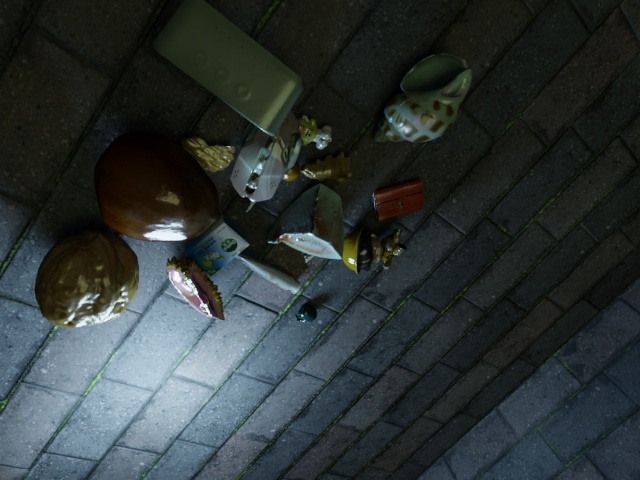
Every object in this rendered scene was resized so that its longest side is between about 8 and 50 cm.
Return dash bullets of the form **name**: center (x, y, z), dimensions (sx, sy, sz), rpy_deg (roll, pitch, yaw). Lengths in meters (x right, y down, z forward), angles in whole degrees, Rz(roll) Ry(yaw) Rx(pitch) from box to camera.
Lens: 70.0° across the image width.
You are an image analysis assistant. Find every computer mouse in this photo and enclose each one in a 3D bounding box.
- **computer mouse**: center (-0.194, -0.261, 1.516), dimensions (0.200, 0.115, 0.388), rpy_deg (25, 109, -3)

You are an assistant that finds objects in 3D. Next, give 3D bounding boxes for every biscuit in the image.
- **biscuit**: center (-0.376, -0.285, 1.511), dimensions (0.183, 0.061, 0.118), rpy_deg (9, 120, -21)

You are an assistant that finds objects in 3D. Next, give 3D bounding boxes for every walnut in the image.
- **walnut**: center (-0.756, 0.120, 1.500), dimensions (0.307, 0.306, 0.343), rpy_deg (9, 119, -24)

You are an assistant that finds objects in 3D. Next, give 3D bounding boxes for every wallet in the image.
- **wallet**: center (0.315, -0.161, 1.837), dimensions (0.205, 0.045, 0.142), rpy_deg (-16, 125, -8)

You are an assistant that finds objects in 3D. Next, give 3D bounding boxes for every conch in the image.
- **conch**: center (0.340, -0.461, 1.569), dimensions (0.368, 0.197, 0.249), rpy_deg (-26, 89, 3)

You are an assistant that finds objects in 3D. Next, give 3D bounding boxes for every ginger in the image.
- **ginger**: center (0.036, -0.261, 1.656), dimensions (0.206, 0.081, 0.115), rpy_deg (5, 151, -31)

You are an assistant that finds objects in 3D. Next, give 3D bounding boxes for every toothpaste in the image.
- **toothpaste**: center (-0.212, 0.123, 1.816), dimensions (0.323, 0.100, 0.066), rpy_deg (33, 80, -35)

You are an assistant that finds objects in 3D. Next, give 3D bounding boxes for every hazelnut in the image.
- **hazelnut**: center (-0.485, -0.148, 1.371), dimensions (0.367, 0.365, 0.365), rpy_deg (-9, 123, -14)

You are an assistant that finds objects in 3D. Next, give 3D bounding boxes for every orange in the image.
- **orange**: center (-0.110, -0.249, 1.616), dimensions (0.085, 0.085, 0.084), rpy_deg (-9, 123, -14)

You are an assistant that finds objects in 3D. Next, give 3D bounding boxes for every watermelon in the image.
- **watermelon**: center (-0.023, -0.018, 1.688), dimensions (0.320, 0.213, 0.289), rpy_deg (-35, 106, 9)

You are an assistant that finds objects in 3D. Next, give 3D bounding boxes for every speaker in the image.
- **speaker**: center (-0.067, 0.330, 2.008), dimensions (0.075, 0.060, 0.094), rpy_deg (34, 106, -31)
- **speaker**: center (-0.247, -0.493, 1.302), dimensions (0.406, 0.183, 0.184), rpy_deg (35, 102, -13)

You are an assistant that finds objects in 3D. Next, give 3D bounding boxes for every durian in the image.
- **durian**: center (-0.466, 0.158, 1.701), dimensions (0.112, 0.191, 0.341), rpy_deg (-47, 137, -24)

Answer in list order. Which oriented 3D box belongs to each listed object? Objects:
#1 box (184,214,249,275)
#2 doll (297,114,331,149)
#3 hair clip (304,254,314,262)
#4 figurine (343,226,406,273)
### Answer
- **box**: center (-0.384, 0.019, 1.693), dimensions (0.194, 0.073, 0.139), rpy_deg (-40, 125, 8)
- **doll**: center (-0.034, -0.370, 1.574), dimensions (0.163, 0.062, 0.106), rpy_deg (11, 122, -26)
- **hair clip**: center (0.000, 0.000, 1.838), dimensions (0.072, 0.034, 0.225), rpy_deg (12, 117, -26)
- **figurine**: center (0.207, 0.036, 1.850), dimensions (0.257, 0.167, 0.192), rpy_deg (-5, 101, -14)
